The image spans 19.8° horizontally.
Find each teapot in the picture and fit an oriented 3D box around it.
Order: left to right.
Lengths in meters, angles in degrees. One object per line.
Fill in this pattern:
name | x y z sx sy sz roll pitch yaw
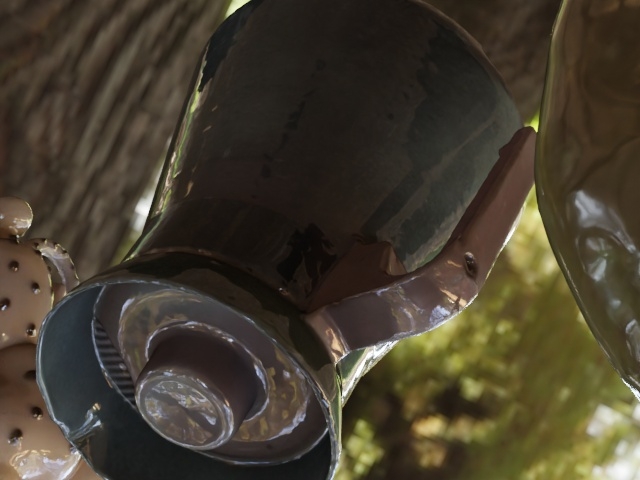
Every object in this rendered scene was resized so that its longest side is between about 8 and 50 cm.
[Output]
teapot | 0.000 0.000 1.183 0.300 0.344 0.253 -17 118 35

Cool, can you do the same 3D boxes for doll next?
doll | -0.233 0.088 1.373 0.154 0.119 0.278 24 -137 -39

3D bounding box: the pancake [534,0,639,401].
pancake | 0.121 -0.064 0.338 0.050 0.242 0.242 13 -170 -38
